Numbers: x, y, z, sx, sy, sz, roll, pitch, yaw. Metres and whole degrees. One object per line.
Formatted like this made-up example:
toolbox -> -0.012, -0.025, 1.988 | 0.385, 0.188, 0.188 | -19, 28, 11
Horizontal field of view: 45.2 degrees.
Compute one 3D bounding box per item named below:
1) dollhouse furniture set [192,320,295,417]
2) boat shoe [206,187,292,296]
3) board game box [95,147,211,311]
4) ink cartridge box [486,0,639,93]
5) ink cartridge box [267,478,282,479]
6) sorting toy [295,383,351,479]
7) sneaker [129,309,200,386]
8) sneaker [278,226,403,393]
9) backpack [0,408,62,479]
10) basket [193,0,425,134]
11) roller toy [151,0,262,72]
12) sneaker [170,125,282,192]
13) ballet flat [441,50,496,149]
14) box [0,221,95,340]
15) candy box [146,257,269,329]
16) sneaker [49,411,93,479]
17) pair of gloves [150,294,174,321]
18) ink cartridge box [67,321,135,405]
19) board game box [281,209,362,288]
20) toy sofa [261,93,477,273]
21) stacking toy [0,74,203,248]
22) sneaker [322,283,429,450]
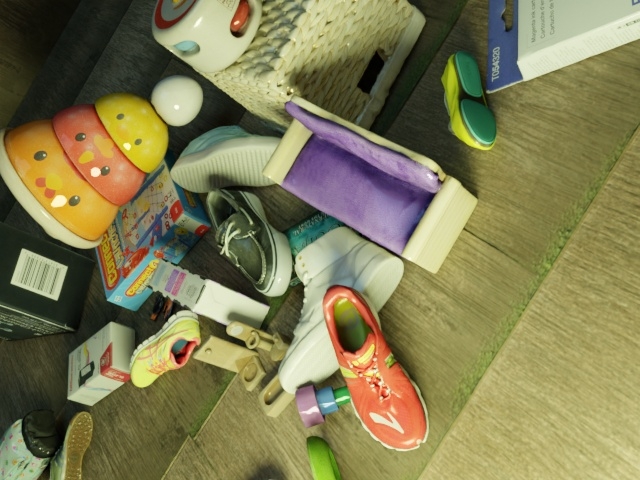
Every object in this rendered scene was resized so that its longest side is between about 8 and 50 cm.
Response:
dollhouse furniture set -> -0.124, 0.227, 1.406 | 0.144, 0.123, 0.151 | -50, 42, 14
boat shoe -> -0.158, 0.001, 1.559 | 0.121, 0.119, 0.335 | -67, 32, 21
board game box -> -0.430, -0.038, 1.906 | 0.302, 0.086, 0.308 | -47, 42, 16
ink cartridge box -> 0.407, -0.441, 1.279 | 0.330, 0.071, 0.324 | -15, 58, 39
ink cartridge box -> -0.110, 0.503, 1.315 | 0.179, 0.045, 0.145 | -44, 40, 47
sorting toy -> 0.058, 0.367, 1.181 | 0.126, 0.127, 0.365 | -19, 47, 2
sneaker -> -0.332, 0.248, 1.646 | 0.208, 0.081, 0.094 | -49, 44, 14
sneaker -> -0.002, 0.113, 1.347 | 0.292, 0.108, 0.169 | -51, 50, -3
backpack -> -0.717, 0.513, 1.870 | 0.182, 0.115, 0.152 | -49, 44, 18
basket -> -0.030, -0.395, 1.558 | 0.331, 0.266, 0.328 | 26, 87, 48
roller toy -> -0.218, -0.431, 1.452 | 0.209, 0.146, 0.191 | -41, 45, 20
sneaker -> -0.188, -0.209, 1.719 | 0.366, 0.135, 0.150 | -2, 56, 38
ballet flat -> 0.249, -0.226, 1.328 | 0.077, 0.077, 0.231 | -51, 33, 46
box -> -0.866, 0.125, 2.107 | 0.395, 0.293, 0.212 | -12, 60, 43
candy box -> -0.228, 0.113, 1.548 | 0.196, 0.165, 0.070 | 17, 81, 49
sneaker -> -0.589, 0.495, 1.783 | 0.086, 0.064, 0.192 | -12, 63, 36
pair of gloves -> -0.364, 0.153, 1.787 | 0.083, 0.010, 0.074 | -3, 67, 48
ink cartridge box -> -0.519, 0.293, 1.819 | 0.175, 0.072, 0.127 | -35, 47, 27
board game box -> 0.000, 0.000, 1.482 | 0.186, 0.026, 0.126 | -31, 48, 31
toy sofa -> 0.064, -0.100, 1.301 | 0.362, 0.177, 0.150 | 32, 92, 36
stacking toy -> -0.490, -0.242, 1.833 | 0.480, 0.350, 0.350 | -37, 44, 5
sneaker -> 0.069, 0.193, 1.174 | 0.107, 0.118, 0.279 | -30, 73, 4
